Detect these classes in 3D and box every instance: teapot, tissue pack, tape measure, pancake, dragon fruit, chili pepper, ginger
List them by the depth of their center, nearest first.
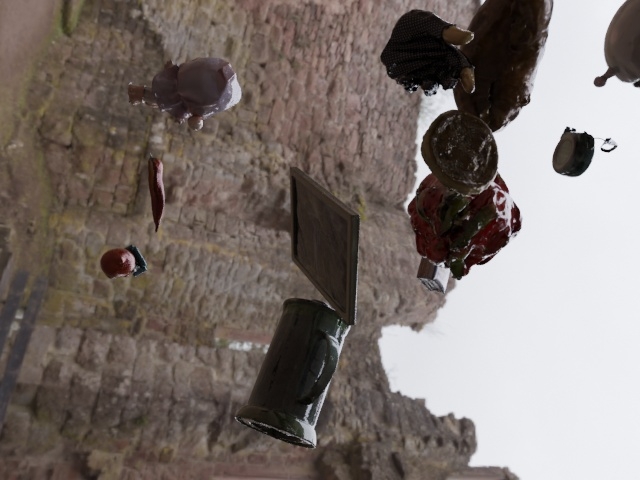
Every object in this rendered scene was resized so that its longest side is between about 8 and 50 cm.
[{"bbox_3d":[0.242,-0.151,0.960,0.028,0.158,0.158,142,-44,-64],"label":"pancake"},{"bbox_3d":[0.352,-0.370,1.103,0.172,0.165,0.321,-79,177,-55],"label":"ginger"},{"bbox_3d":[0.302,-0.050,1.221,0.237,0.231,0.302,-34,-179,21],"label":"dragon fruit"},{"bbox_3d":[-0.356,-0.104,1.232,0.045,0.027,0.178,11,-76,55],"label":"chili pepper"},{"bbox_3d":[0.601,-0.181,1.247,0.104,0.179,0.107,41,-62,62],"label":"tape measure"},{"bbox_3d":[-0.040,0.296,1.342,0.270,0.200,0.337,-30,-145,58],"label":"teapot"},{"bbox_3d":[0.351,0.068,1.714,0.065,0.115,0.155,4,-114,32],"label":"tissue pack"}]

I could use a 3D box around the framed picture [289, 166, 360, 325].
[{"bbox_3d":[0.000,0.000,1.190,0.324,0.020,0.241,-135,-140,-55],"label":"framed picture"}]

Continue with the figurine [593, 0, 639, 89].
[{"bbox_3d":[0.754,-0.505,1.233,0.253,0.210,0.362,-46,145,-57],"label":"figurine"}]

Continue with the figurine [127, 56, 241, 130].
[{"bbox_3d":[-0.320,-0.365,1.360,0.133,0.275,0.200,51,37,-66],"label":"figurine"}]

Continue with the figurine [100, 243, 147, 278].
[{"bbox_3d":[-0.418,0.048,1.203,0.068,0.075,0.140,63,-3,-1],"label":"figurine"}]

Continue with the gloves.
[{"bbox_3d":[0.192,-0.291,0.938,0.129,0.106,0.181,-47,-116,12],"label":"gloves"}]
